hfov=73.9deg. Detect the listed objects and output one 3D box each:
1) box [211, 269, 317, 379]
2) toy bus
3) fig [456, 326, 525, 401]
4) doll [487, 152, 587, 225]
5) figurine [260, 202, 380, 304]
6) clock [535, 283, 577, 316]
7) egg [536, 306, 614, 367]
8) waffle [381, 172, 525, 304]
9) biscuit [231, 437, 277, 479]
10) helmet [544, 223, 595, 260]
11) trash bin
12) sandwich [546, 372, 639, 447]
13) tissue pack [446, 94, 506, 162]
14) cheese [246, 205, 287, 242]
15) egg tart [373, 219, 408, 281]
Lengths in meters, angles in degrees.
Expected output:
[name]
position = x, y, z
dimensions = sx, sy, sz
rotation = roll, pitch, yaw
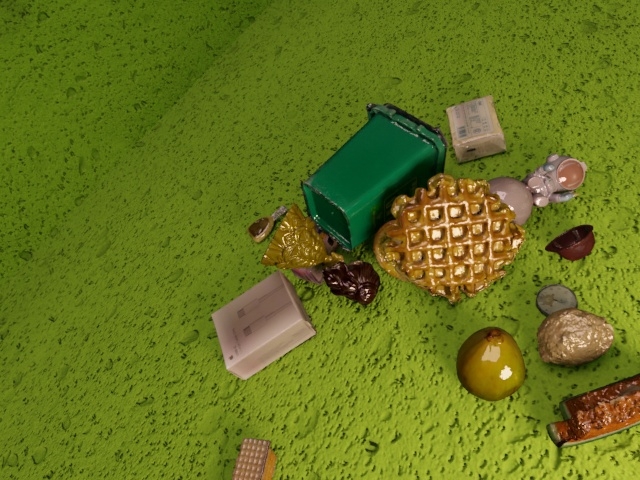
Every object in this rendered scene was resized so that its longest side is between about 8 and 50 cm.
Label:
[box]
position = -0.165, 0.238, 1.217
dimensions = 0.252, 0.106, 0.203
rotation = -34, 47, 3
[toy bus]
position = 0.000, 0.000, 1.323
dimensions = 0.112, 0.090, 0.274
rotation = 5, 58, 35
[fig]
position = 0.358, 0.259, 0.899
dimensions = 0.136, 0.121, 0.153
rotation = 1, 79, 24
[doll]
position = 0.544, -0.130, 1.098
dimensions = 0.287, 0.151, 0.151
rotation = -26, 46, -1
[figurine]
position = 0.018, 0.060, 1.159
dimensions = 0.315, 0.168, 0.187
rotation = 30, 86, -1
[clock]
position = 0.533, 0.137, 0.963
dimensions = 0.085, 0.017, 0.085
rotation = -15, 49, 18
[egg]
position = 0.511, 0.195, 0.861
dimensions = 0.140, 0.116, 0.118
rotation = -16, 76, 23
[waffle]
position = 0.316, -0.009, 1.028
dimensions = 0.302, 0.325, 0.068
rotation = -52, 6, 13
[biscuit]
position = -0.182, 0.642, 0.932
dimensions = 0.094, 0.054, 0.378
rotation = -6, 52, 26
[helmet]
position = 0.595, 0.016, 0.999
dimensions = 0.111, 0.057, 0.089
rotation = -35, 10, 8
[trash bin]
position = 0.139, -0.187, 1.218
dimensions = 0.381, 0.259, 0.295
rotation = -39, 59, -18
[sandwich]
position = 0.515, 0.295, 0.762
dimensions = 0.235, 0.159, 0.079
rotation = -39, 47, 24
[tissue pack]
position = 0.483, -0.350, 1.331
dimensions = 0.148, 0.092, 0.196
rotation = -12, 51, 22
[cheese]
position = -0.183, -0.064, 1.513
dimensions = 0.162, 0.036, 0.086
rotation = -40, 47, -4
[egg tart]
position = 0.235, 0.020, 1.142
dimensions = 0.191, 0.191, 0.074
rotation = -2, 23, 28
